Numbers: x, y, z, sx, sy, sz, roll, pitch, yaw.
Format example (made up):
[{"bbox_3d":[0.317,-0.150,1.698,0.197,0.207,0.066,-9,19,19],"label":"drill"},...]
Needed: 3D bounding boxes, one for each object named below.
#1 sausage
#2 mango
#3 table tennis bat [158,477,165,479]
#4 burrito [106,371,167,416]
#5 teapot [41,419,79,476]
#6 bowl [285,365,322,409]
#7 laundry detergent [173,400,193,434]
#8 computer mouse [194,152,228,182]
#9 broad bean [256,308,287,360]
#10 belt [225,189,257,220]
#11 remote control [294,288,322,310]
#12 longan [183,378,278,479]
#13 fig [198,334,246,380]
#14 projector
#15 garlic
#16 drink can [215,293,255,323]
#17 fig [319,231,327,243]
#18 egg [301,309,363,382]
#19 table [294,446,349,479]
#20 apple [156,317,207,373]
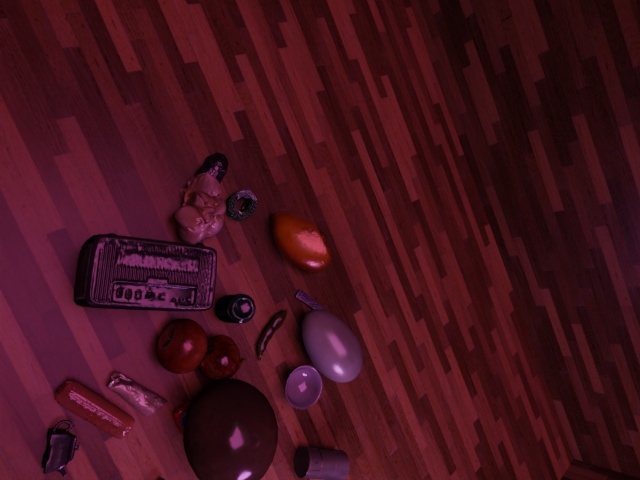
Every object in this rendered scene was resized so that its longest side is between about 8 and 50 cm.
[{"bbox_3d":[-0.771,0.583,1.464,0.289,0.086,0.086,44,62,-20],"label":"sausage"},{"bbox_3d":[-0.088,0.001,1.945,0.350,0.201,0.199,41,45,-13],"label":"mango"},{"bbox_3d":[-0.641,0.950,1.533,0.201,0.033,0.124,-46,110,-25],"label":"table tennis bat"},{"bbox_3d":[-0.673,0.560,1.547,0.226,0.060,0.087,46,57,-21],"label":"burrito"},{"bbox_3d":[-0.848,0.684,1.400,0.096,0.087,0.177,12,77,-37],"label":"teapot"},{"bbox_3d":[-0.092,0.651,1.907,0.189,0.086,0.188,4,82,-32],"label":"bowl"},{"bbox_3d":[-0.502,0.714,1.649,0.097,0.049,0.165,-29,102,-41],"label":"laundry detergent"},{"bbox_3d":[-0.456,-0.299,1.815,0.106,0.062,0.192,40,62,-23],"label":"computer mouse"},{"bbox_3d":[-0.222,0.405,1.879,0.065,0.047,0.254,45,63,-28],"label":"broad bean"},{"bbox_3d":[-0.343,-0.158,1.860,0.121,0.079,0.151,48,60,-18],"label":"belt"},{"bbox_3d":[-0.055,0.291,2.020,0.152,0.027,0.043,40,69,-21],"label":"remote control"},{"bbox_3d":[-0.327,0.714,1.569,0.337,0.404,0.404,-16,92,-22],"label":"longan"},{"bbox_3d":[-0.385,0.490,1.702,0.175,0.175,0.207,-49,129,-29],"label":"fig"},{"bbox_3d":[-0.599,0.118,1.452,0.396,0.405,0.241,10,78,-32],"label":"projector"},{"bbox_3d":[-0.461,-0.113,1.703,0.185,0.203,0.280,43,65,-42],"label":"garlic"},{"bbox_3d":[-0.349,0.276,1.718,0.118,0.205,0.118,7,78,-31],"label":"drink can"},{"bbox_3d":[0.000,0.000,2.072,0.074,0.074,0.088,-52,127,-28],"label":"fig"},{"bbox_3d":[0.050,0.477,1.940,0.230,0.230,0.370,-36,98,-32],"label":"egg"},{"bbox_3d":[0.006,0.996,1.898,0.220,0.126,0.126,21,72,-30],"label":"table"},{"bbox_3d":[-0.515,0.400,1.603,0.162,0.201,0.201,41,63,-37],"label":"apple"}]
